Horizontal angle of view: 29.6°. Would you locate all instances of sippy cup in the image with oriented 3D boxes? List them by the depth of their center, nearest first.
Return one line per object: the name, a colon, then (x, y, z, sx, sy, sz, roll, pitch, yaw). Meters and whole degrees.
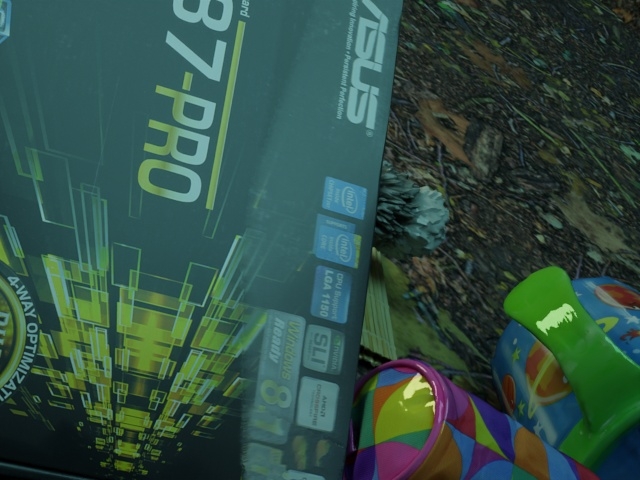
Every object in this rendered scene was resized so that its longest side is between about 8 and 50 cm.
sippy cup: (0.267, 0.153, 1.077, 0.240, 0.306, 0.224, -6, 31, -14)

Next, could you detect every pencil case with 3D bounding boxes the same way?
pencil case: (0.109, 0.168, 0.809, 0.236, 0.104, 0.104, 38, 23, -36)

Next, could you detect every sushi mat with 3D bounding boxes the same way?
sushi mat: (0.000, 0.000, 1.198, 0.151, 0.019, 0.316, 25, 30, -19)

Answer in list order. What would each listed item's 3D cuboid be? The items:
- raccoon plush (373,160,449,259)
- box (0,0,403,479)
raccoon plush: (-0.065, -0.060, 1.011, 0.446, 0.216, 0.299, 24, 37, -11)
box: (-0.124, -0.031, 0.776, 0.318, 0.097, 0.395, 17, 68, -20)
